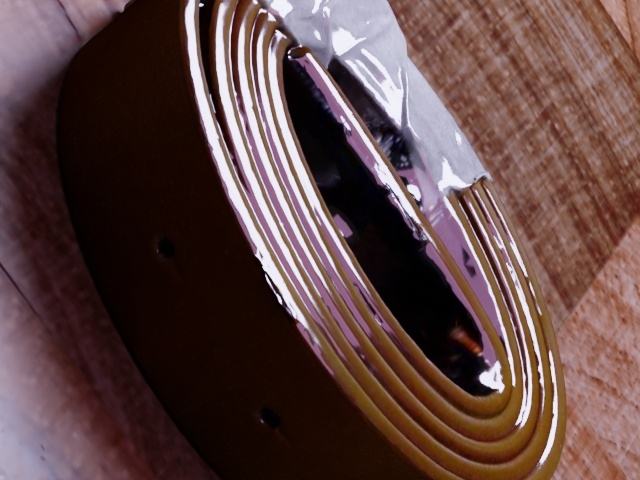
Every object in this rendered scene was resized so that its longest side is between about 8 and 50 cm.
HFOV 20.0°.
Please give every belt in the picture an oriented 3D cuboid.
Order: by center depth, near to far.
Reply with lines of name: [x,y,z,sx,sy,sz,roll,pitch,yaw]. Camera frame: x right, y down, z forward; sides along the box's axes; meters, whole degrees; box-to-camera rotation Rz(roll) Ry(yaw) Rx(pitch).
belt: [0.000,0.000,0.965,0.217,0.122,0.339,-35,96,-50]
